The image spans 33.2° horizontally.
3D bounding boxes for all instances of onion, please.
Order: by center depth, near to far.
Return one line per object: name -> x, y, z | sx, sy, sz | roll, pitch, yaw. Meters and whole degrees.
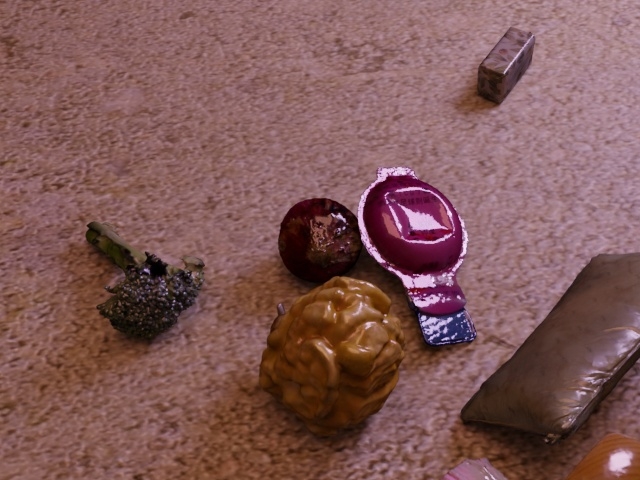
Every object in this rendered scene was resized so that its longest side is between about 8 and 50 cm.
onion -> 0.000, 0.000, 1.324 | 0.107, 0.097, 0.107 | 0, 88, -7

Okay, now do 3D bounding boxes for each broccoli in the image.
broccoli -> -0.231, 0.035, 1.319 | 0.122, 0.118, 0.204 | -52, 45, 5

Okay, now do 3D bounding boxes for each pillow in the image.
pillow -> 0.291, 0.110, 1.195 | 0.302, 0.185, 0.075 | -43, 107, -24

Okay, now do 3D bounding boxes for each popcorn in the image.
popcorn -> 0.012, 0.136, 1.174 | 0.163, 0.194, 0.140 | 53, 46, -4

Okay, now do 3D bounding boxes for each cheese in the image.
cheese -> 0.123, 0.016, 1.313 | 0.155, 0.062, 0.244 | -5, 64, -27

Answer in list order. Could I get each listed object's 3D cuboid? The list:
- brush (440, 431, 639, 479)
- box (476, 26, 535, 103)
brush -> 0.196, 0.277, 1.042 | 0.166, 0.174, 0.266 | 37, 85, 27
box -> 0.258, -0.245, 1.497 | 0.045, 0.062, 0.098 | 26, 61, 22
